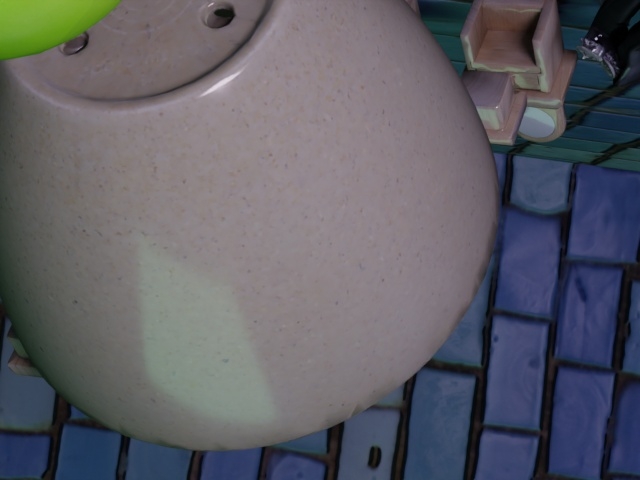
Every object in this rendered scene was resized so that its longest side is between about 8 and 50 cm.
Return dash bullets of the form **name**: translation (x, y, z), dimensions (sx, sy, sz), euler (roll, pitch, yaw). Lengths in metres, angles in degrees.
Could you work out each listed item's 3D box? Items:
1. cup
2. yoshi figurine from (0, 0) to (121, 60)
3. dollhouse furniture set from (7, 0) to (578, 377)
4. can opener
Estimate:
- **cup**: translation (-0.070, -0.075, 0.961), dimensions (0.331, 0.331, 0.237), euler (7, 151, 17)
- **yoshi figurine**: translation (-0.172, -0.134, 0.478), dimensions (0.362, 0.203, 0.203), euler (4, 171, 22)
- **dollhouse furniture set**: translation (0.000, 0.000, 1.160), dimensions (0.303, 0.356, 0.174), euler (6, 143, 22)
- **can opener**: translation (0.209, -0.148, 1.073), dimensions (0.059, 0.073, 0.186), euler (47, -179, 8)
